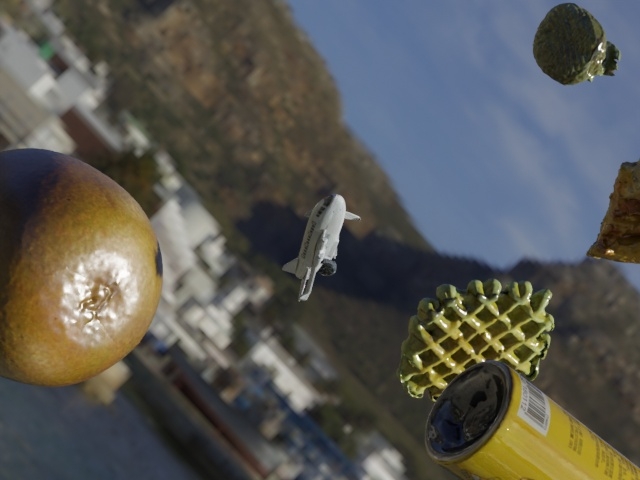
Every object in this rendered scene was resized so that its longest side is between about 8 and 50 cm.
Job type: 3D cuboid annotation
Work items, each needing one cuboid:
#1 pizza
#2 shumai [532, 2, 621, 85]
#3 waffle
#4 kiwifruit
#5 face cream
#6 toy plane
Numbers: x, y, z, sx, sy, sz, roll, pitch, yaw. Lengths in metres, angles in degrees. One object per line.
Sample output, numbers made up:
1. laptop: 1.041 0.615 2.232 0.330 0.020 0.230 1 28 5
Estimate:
1. pizza: 0.396 -0.040 1.869 0.134 0.271 0.056 61 31 -31
2. shumai: 0.262 -0.196 1.822 0.080 0.082 0.083 21 52 -72
3. waffle: 0.173 0.113 1.956 0.036 0.169 0.183 -103 -160 -46
4. kiwifruit: -0.245 0.019 1.504 0.234 0.196 0.196 27 -18 44
5. face cream: 0.245 0.238 1.565 0.349 0.105 0.105 38 -1 -26
6. toy plane: 0.000 0.000 2.398 0.065 0.171 0.162 20 42 -17
